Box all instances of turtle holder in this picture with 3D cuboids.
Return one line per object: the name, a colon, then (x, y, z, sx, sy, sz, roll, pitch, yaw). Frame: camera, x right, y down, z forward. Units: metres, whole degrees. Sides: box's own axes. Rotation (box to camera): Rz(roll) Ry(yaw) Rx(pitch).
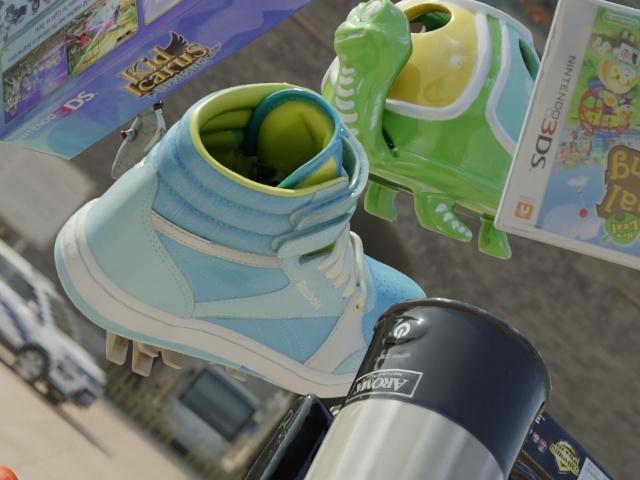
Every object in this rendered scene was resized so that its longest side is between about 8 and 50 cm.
turtle holder: (0.094, -0.134, 1.401, 0.320, 0.227, 0.243, 20, 1, -32)

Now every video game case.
video game case: (-0.102, -0.213, 0.848, 0.269, 0.244, 0.061, -26, -29, 37)
video game case: (0.262, -0.073, 1.078, 0.212, 0.193, 0.023, 16, 0, 7)

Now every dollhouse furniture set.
dollhouse furniture set: (-0.142, 0.105, 2.008, 0.259, 0.262, 0.135, 37, 43, -60)

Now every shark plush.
shark plush: (-0.233, -0.138, 1.833, 0.073, 0.067, 0.161, 60, -30, 14)

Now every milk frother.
milk frother: (0.045, 0.125, 0.601, 0.143, 0.134, 0.129, 42, -39, -14)

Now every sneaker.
sneaker: (0.000, 0.000, 0.978, 0.319, 0.208, 0.127, 14, 44, -39)

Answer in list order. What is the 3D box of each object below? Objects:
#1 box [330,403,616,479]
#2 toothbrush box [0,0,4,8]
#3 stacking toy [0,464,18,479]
box: (0.124, 0.199, 1.234, 0.175, 0.051, 0.220, 44, -38, -17)
toothbrush box: (-0.342, -0.086, 0.809, 0.216, 0.295, 0.126, 11, 41, -33)
stacking toy: (-0.200, 0.239, 1.007, 0.330, 0.141, 0.141, 37, -7, -9)
